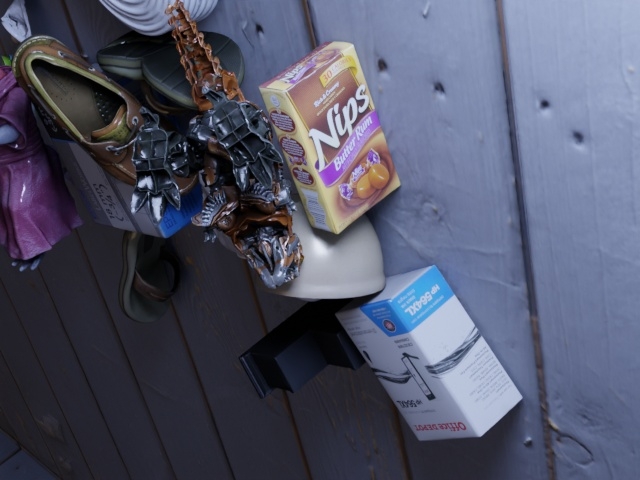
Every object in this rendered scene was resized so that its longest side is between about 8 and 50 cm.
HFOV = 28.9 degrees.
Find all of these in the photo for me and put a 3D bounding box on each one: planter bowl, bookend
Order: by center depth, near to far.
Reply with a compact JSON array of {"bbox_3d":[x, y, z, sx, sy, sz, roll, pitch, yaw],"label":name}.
[{"bbox_3d":[0.000,0.000,1.514,0.162,0.162,0.109,16,109,49],"label":"planter bowl"},{"bbox_3d":[0.001,0.148,1.662,0.157,0.156,0.072,2,124,55],"label":"bookend"}]

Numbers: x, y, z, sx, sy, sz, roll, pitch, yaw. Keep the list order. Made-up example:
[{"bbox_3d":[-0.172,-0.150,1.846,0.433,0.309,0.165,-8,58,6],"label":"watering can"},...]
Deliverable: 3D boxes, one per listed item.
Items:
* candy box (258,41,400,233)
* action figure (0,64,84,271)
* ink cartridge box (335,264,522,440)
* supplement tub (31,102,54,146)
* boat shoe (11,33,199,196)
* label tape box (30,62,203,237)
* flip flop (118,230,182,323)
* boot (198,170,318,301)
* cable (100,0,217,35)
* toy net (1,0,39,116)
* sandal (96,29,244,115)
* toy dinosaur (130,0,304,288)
[{"bbox_3d":[0.013,-0.114,1.386,0.053,0.109,0.186,15,135,49],"label":"candy box"},{"bbox_3d":[-0.467,-0.151,1.925,0.248,0.276,0.370,24,134,42],"label":"action figure"},{"bbox_3d":[0.132,0.143,1.532,0.203,0.086,0.148,57,152,-6],"label":"ink cartridge box"},{"bbox_3d":[-0.599,-0.175,2.161,0.272,0.191,0.191,22,140,45],"label":"supplement tub"},{"bbox_3d":[-0.280,-0.149,1.645,0.307,0.110,0.104,35,-178,-23],"label":"boat shoe"},{"bbox_3d":[-0.329,-0.143,1.881,0.334,0.106,0.240,11,131,52],"label":"label tape box"},{"bbox_3d":[-0.268,0.050,2.036,0.080,0.112,0.277,28,141,14],"label":"flip flop"},{"bbox_3d":[-0.073,-0.004,1.686,0.258,0.095,0.123,52,160,20],"label":"boot"},{"bbox_3d":[-0.220,-0.366,1.468,0.257,0.089,0.257,56,152,-6],"label":"cable"},{"bbox_3d":[-0.474,-0.289,1.955,0.232,0.045,0.122,105,147,-61],"label":"toy net"},{"bbox_3d":[-0.183,-0.209,1.574,0.303,0.120,0.086,28,140,55],"label":"sandal"},{"bbox_3d":[-0.113,-0.097,1.379,0.322,0.164,0.218,50,-164,2],"label":"toy dinosaur"}]
